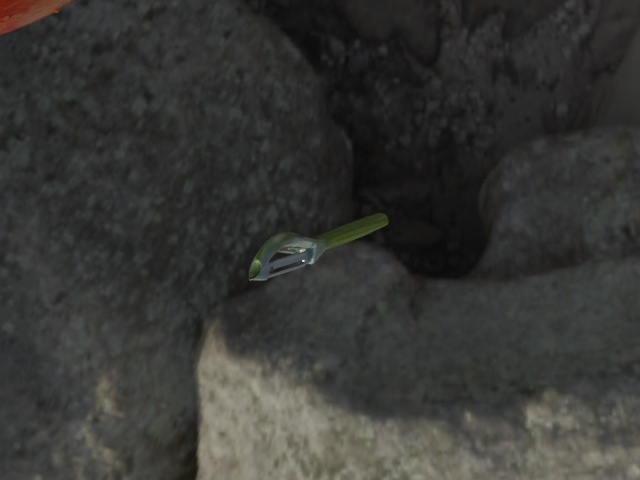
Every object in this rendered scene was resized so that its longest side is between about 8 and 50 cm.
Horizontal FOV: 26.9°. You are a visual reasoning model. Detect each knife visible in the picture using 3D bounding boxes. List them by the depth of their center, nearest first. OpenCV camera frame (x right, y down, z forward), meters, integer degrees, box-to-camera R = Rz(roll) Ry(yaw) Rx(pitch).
[{"bbox_3d":[0.000,0.000,0.878,0.022,0.184,0.026,-9,95,29],"label":"knife"}]

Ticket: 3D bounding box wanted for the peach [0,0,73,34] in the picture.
[{"bbox_3d":[-0.320,-0.348,1.152,0.369,0.370,0.370,2,121,4],"label":"peach"}]
